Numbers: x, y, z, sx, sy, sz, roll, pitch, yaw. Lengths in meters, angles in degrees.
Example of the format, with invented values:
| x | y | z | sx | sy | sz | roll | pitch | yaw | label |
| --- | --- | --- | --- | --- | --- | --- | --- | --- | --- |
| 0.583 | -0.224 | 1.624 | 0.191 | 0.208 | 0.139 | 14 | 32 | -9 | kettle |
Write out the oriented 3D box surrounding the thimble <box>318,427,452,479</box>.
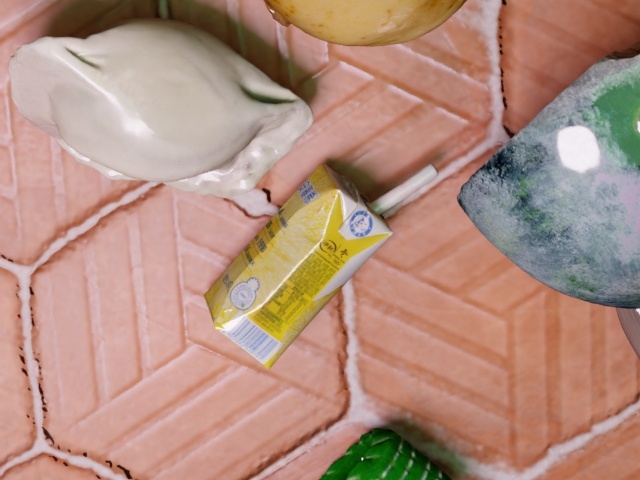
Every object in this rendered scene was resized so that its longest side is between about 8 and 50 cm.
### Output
| x | y | z | sx | sy | sz | roll | pitch | yaw | label |
| --- | --- | --- | --- | --- | --- | --- | --- | --- | --- |
| 0.039 | 0.218 | 1.404 | 0.090 | 0.118 | 0.130 | 42 | 81 | -7 | thimble |

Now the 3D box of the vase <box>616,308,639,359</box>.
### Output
| x | y | z | sx | sy | sz | roll | pitch | yaw | label |
| --- | --- | --- | --- | --- | --- | --- | --- | --- | --- |
| 0.261 | 0.059 | 1.406 | 0.053 | 0.053 | 0.100 | -33 | 97 | 6 | vase |

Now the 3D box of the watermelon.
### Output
| x | y | z | sx | sy | sz | roll | pitch | yaw | label |
| --- | --- | --- | --- | --- | --- | --- | --- | --- | --- |
| 0.275 | -0.061 | 1.293 | 0.322 | 0.175 | 0.188 | -39 | 82 | 8 | watermelon |

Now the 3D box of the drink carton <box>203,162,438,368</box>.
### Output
| x | y | z | sx | sy | sz | roll | pitch | yaw | label |
| --- | --- | --- | --- | --- | --- | --- | --- | --- | --- |
| 0.000 | 0.000 | 1.367 | 0.074 | 0.084 | 0.200 | 38 | 99 | -20 | drink carton |

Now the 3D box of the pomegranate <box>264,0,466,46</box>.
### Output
| x | y | z | sx | sy | sz | roll | pitch | yaw | label |
| --- | --- | --- | --- | --- | --- | --- | --- | --- | --- |
| 0.025 | -0.239 | 1.252 | 0.215 | 0.215 | 0.215 | 0 | 104 | -2 | pomegranate |

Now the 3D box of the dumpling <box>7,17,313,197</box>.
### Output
| x | y | z | sx | sy | sz | roll | pitch | yaw | label |
| --- | --- | --- | --- | --- | --- | --- | --- | --- | --- |
| -0.125 | -0.090 | 1.330 | 0.229 | 0.124 | 0.151 | 16 | 141 | -13 | dumpling |
